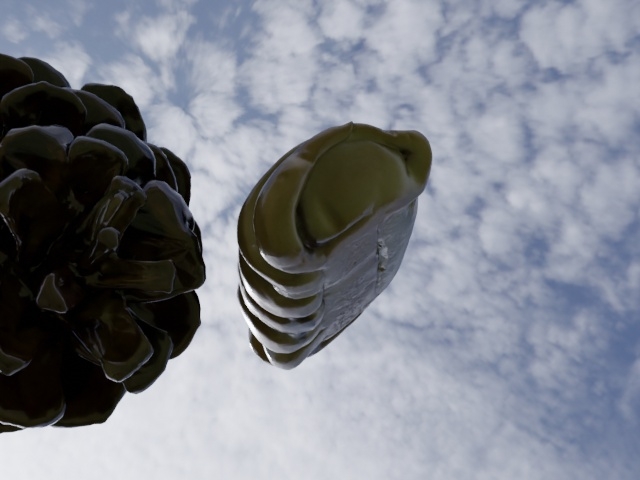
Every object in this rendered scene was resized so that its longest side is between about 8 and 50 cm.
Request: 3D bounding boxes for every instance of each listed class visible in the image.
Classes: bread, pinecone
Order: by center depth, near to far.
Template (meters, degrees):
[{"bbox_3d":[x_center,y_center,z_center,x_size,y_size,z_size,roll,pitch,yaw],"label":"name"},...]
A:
[{"bbox_3d":[-0.184,0.009,0.722,0.244,0.309,0.244,-6,-72,-20],"label":"pinecone"},{"bbox_3d":[0.000,0.000,0.757,0.134,0.225,0.081,-37,-110,-21],"label":"bread"}]
